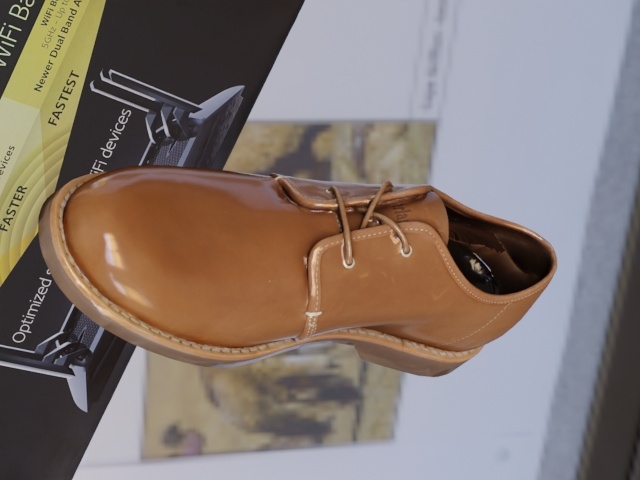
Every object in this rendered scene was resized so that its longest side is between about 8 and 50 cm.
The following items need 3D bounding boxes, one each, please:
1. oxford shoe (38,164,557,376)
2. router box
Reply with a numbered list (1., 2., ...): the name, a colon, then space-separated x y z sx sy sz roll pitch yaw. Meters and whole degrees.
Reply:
1. oxford shoe: 0.000 0.000 0.553 0.076 0.212 0.076 -35 60 40
2. router box: -0.176 -0.034 0.747 0.081 0.243 0.308 35 102 46
